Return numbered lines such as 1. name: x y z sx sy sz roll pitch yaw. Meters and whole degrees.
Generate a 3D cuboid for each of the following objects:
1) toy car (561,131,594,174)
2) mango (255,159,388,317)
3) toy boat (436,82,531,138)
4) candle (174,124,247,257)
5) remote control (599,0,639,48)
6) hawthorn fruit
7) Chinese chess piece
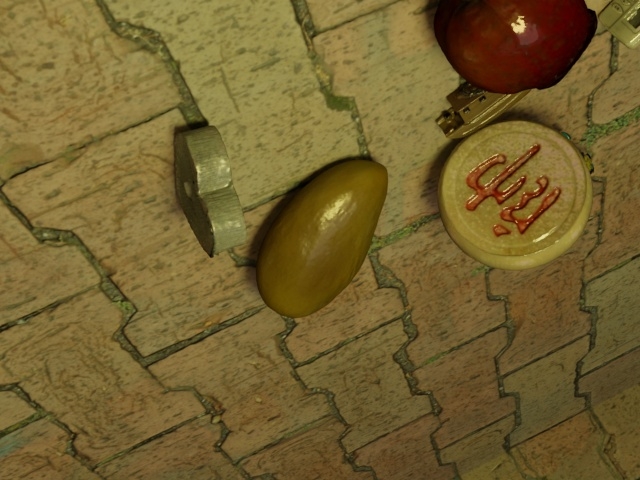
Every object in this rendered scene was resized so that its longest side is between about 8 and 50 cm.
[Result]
1. toy car: 0.465 -0.159 1.764 0.126 0.098 0.161 -17 -177 30
2. mango: -0.007 0.002 1.593 0.195 0.142 0.331 -4 131 -36
3. toy boat: 0.286 -0.250 1.542 0.200 0.057 0.077 -34 138 8
4. candle: -0.175 -0.074 1.381 0.068 0.192 0.168 -15 -174 -20
5. remote control: 0.572 -0.422 1.492 0.230 0.090 0.049 -45 146 20
6. hawthorn fruit: 0.264 -0.319 1.317 0.250 0.215 0.215 12 128 -45
7. Chinese chess piece: 0.343 -0.081 1.605 0.270 0.270 0.112 -34 162 7
